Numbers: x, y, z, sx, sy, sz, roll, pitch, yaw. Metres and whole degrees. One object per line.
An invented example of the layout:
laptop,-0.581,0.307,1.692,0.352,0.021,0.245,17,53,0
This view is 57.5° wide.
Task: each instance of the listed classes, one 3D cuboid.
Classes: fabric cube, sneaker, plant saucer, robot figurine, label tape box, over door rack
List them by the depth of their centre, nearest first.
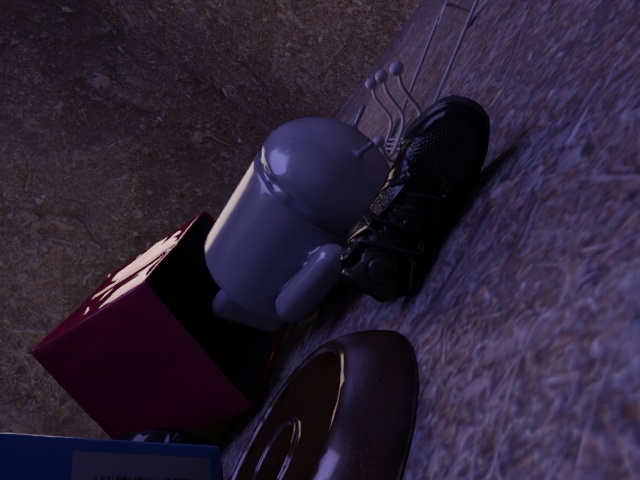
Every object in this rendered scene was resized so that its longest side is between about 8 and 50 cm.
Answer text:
label tape box,-0.278,0.270,0.506,0.347,0.249,0.115,-37,48,39
plant saucer,-0.025,0.206,0.516,0.311,0.050,0.311,-57,9,15
sneaker,0.087,-0.024,0.561,0.228,0.087,0.130,-55,11,37
robot figurine,-0.031,-0.027,0.826,0.353,0.199,0.300,-53,33,28
over door rack,0.160,-0.283,0.957,0.324,0.108,0.239,-57,10,5
fabric cube,-0.247,0.154,0.976,0.258,0.254,0.259,-30,17,23
plant saucer,-0.192,0.311,1.072,0.188,0.045,0.188,-60,9,-10

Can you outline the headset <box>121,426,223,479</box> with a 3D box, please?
headset,-0.195,0.359,0.743,0.394,0.185,0.244,-1,67,64
